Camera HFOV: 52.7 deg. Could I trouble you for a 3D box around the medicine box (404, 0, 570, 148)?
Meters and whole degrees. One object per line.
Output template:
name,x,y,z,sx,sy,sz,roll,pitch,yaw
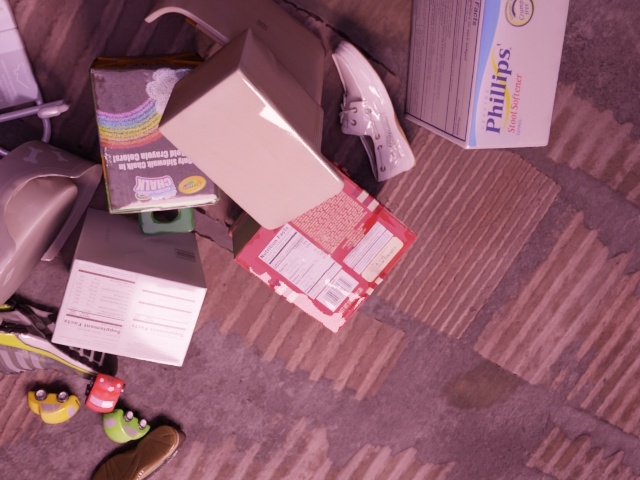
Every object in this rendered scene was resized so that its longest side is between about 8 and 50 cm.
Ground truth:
medicine box,0.264,-0.313,1.090,0.149,0.289,0.263,-4,111,-14

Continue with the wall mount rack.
wall mount rack,-0.566,-0.265,0.976,0.304,0.130,0.350,-17,113,-8

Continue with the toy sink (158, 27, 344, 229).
toy sink,-0.087,-0.156,0.937,0.153,0.131,0.234,-29,126,27

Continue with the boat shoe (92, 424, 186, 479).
boat shoe,-0.370,0.463,1.335,0.223,0.080,0.073,-38,148,7

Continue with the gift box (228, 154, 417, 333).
gift box,0.000,0.000,1.155,0.276,0.258,0.255,43,95,-17

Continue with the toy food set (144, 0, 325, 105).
toy food set,-0.120,-0.312,1.037,0.306,0.219,0.092,32,127,-23

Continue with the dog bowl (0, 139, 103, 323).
dog bowl,-0.479,-0.003,0.994,0.102,0.349,0.349,34,99,-10

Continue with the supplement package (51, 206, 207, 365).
supplement package,-0.318,0.071,1.096,0.204,0.262,0.145,15,106,-20

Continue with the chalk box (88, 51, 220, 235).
chalk box,-0.269,-0.153,1.073,0.180,0.179,0.289,-6,113,-14

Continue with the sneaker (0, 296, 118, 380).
sneaker,-0.521,0.196,1.192,0.300,0.111,0.121,28,120,-23

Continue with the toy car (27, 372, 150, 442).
toy car,-0.421,0.341,1.249,0.239,0.053,0.225,-17,136,26

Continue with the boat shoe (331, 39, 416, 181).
boat shoe,0.080,-0.225,1.180,0.096,0.098,0.277,-32,116,-2
